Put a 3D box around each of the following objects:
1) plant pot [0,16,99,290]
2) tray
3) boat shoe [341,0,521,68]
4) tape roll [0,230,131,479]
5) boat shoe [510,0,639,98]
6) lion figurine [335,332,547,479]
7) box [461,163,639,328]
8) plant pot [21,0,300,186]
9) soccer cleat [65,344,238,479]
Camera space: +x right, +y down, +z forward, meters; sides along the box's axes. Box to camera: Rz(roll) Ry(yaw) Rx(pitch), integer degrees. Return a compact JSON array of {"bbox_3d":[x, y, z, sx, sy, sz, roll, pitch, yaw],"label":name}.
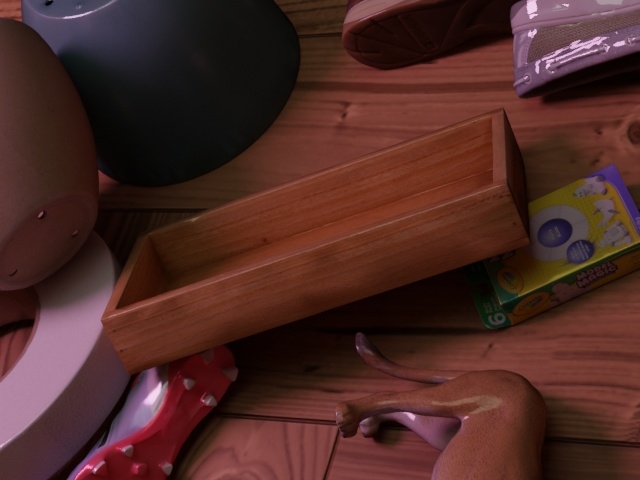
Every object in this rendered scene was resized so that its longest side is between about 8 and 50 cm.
[{"bbox_3d":[-0.339,-0.059,1.634,0.284,0.284,0.191,-42,68,-7],"label":"plant pot"},{"bbox_3d":[0.000,0.000,1.576,0.411,0.076,0.203,-18,22,13],"label":"tray"},{"bbox_3d":[0.182,-0.293,1.730,0.342,0.123,0.123,-16,51,24],"label":"boat shoe"},{"bbox_3d":[-0.368,0.136,1.678,0.392,0.072,0.392,-19,39,17],"label":"tape roll"},{"bbox_3d":[0.343,-0.199,1.587,0.320,0.118,0.103,0,89,25],"label":"boat shoe"},{"bbox_3d":[0.141,0.209,1.358,0.240,0.142,0.392,-12,47,10],"label":"lion figurine"},{"bbox_3d":[0.222,0.008,1.530,0.179,0.043,0.105,-27,48,9],"label":"box"},{"bbox_3d":[-0.204,-0.247,1.817,0.293,0.235,0.293,-15,50,18],"label":"plant pot"},{"bbox_3d":[-0.180,0.192,1.587,0.248,0.083,0.095,-51,26,-12],"label":"soccer cleat"}]
